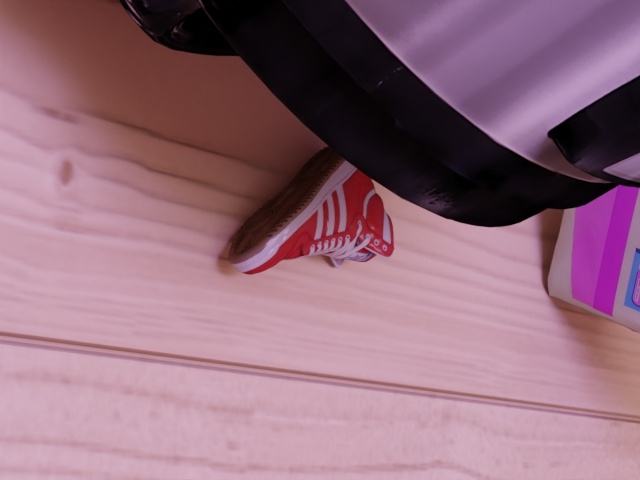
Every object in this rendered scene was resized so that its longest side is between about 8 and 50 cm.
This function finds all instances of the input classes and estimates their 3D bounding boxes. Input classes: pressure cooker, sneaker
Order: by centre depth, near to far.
[{"bbox_3d":[0.105,-0.214,0.696,0.370,0.420,0.375,36,36,-32],"label":"pressure cooker"},{"bbox_3d":[0.000,0.000,0.829,0.118,0.042,0.067,-46,117,-41],"label":"sneaker"}]

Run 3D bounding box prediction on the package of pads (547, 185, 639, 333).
[{"bbox_3d":[0.280,-0.060,0.932,0.101,0.229,0.297,-20,126,-46],"label":"package of pads"}]
